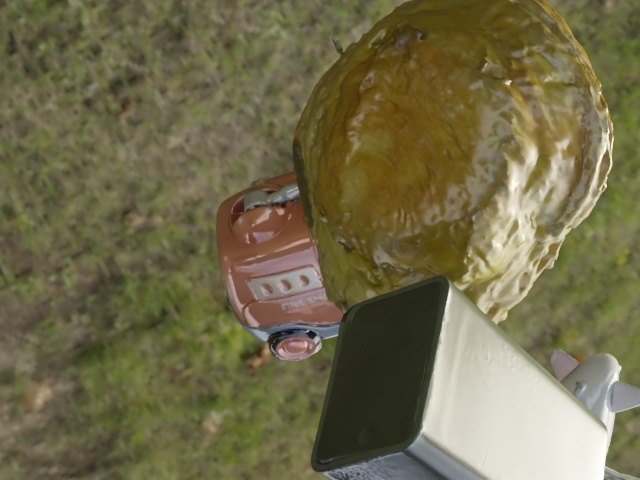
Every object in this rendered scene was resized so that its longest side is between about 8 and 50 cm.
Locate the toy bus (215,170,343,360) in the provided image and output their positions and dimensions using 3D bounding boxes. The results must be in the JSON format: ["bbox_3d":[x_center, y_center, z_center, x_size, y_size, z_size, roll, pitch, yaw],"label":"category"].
[{"bbox_3d":[0.000,0.000,1.807,0.287,0.194,0.232,-16,137,13],"label":"toy bus"}]

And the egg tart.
[{"bbox_3d":[0.100,-0.092,1.378,0.351,0.339,0.153,-44,152,12],"label":"egg tart"}]

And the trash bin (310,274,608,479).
[{"bbox_3d":[0.126,0.170,1.211,0.122,0.164,0.240,-22,130,41],"label":"trash bin"}]

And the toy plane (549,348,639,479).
[{"bbox_3d":[0.293,0.250,1.722,0.252,0.252,0.118,-40,155,13],"label":"toy plane"}]
